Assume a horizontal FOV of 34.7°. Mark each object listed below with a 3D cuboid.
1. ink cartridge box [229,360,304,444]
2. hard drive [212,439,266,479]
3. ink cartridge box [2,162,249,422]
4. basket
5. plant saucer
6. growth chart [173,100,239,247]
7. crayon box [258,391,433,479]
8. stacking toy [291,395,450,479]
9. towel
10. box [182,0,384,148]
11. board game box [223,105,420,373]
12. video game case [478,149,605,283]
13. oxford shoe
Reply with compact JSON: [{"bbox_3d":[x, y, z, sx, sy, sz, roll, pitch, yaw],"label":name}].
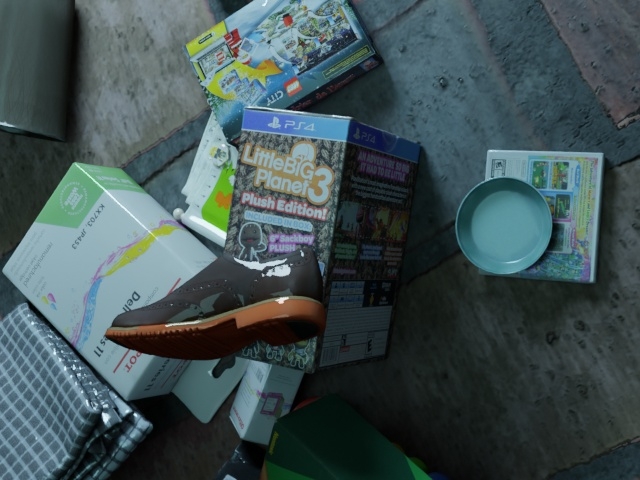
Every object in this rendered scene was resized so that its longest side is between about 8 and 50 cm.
[{"bbox_3d":[-0.071,0.198,1.356,0.052,0.088,0.122,19,98,-20],"label":"ink cartridge box"},{"bbox_3d":[-0.175,0.442,1.317,0.064,0.237,0.338,30,100,5],"label":"hard drive"},{"bbox_3d":[-0.252,0.077,1.428,0.353,0.119,0.207,40,103,20],"label":"ink cartridge box"},{"bbox_3d":[-0.447,-0.274,1.516,0.204,0.154,0.226,12,90,23],"label":"basket"},{"bbox_3d":[0.225,-0.018,1.246,0.119,0.021,0.119,-1,87,25],"label":"plant saucer"},{"bbox_3d":[-0.114,-0.102,1.426,0.172,0.021,0.237,20,97,23],"label":"growth chart"},{"bbox_3d":[0.047,0.413,1.184,0.313,0.106,0.362,39,131,31],"label":"crayon box"},{"bbox_3d":[0.091,0.308,1.272,0.330,0.141,0.141,38,103,28],"label":"stacking toy"},{"bbox_3d":[-0.402,0.245,1.401,0.235,0.121,0.284,-47,54,-4],"label":"towel"},{"bbox_3d":[-0.053,-0.250,1.373,0.233,0.044,0.159,-29,75,14],"label":"box"},{"bbox_3d":[0.000,0.000,1.255,0.141,0.232,0.290,10,92,25],"label":"board game box"},{"bbox_3d":[0.269,-0.030,1.250,0.143,0.019,0.157,4,89,24],"label":"video game case"},{"bbox_3d":[-0.117,0.072,1.142,0.271,0.097,0.098,-10,64,21],"label":"oxford shoe"}]
